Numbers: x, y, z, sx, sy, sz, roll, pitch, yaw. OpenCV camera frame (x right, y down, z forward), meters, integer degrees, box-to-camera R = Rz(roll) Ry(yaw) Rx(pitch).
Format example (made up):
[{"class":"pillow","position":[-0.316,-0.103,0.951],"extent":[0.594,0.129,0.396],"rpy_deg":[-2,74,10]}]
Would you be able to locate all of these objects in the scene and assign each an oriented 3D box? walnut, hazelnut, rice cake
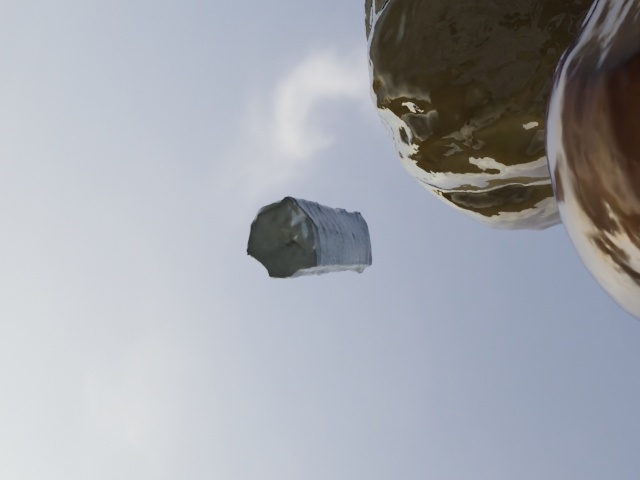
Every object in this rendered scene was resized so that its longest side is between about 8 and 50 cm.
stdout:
[{"class":"walnut","position":[0.211,-0.189,0.825],"extent":[0.381,0.381,0.381],"rpy_deg":[-18,-113,49]},{"class":"hazelnut","position":[0.167,-0.040,0.330],"extent":[0.182,0.182,0.182],"rpy_deg":[-18,-113,49]},{"class":"rice cake","position":[0.000,0.000,0.758],"extent":[0.052,0.256,0.057],"rpy_deg":[2,-90,13]}]
